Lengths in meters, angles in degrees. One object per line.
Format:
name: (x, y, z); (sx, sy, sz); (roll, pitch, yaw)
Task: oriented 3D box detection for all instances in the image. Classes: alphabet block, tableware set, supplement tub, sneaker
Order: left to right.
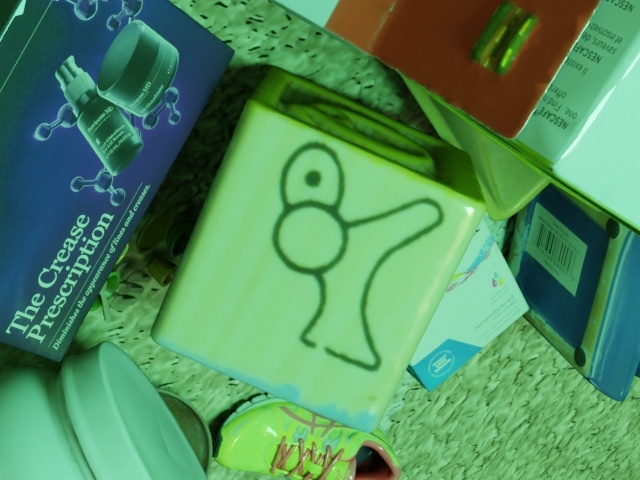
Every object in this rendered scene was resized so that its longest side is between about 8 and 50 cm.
supplement tub: (-0.253, 0.241, 0.903); (0.324, 0.235, 0.235); (-30, 130, 0)
tableware set: (-0.145, 0.017, 0.961); (0.104, 0.024, 0.154); (-56, 166, 5)
sneaker: (-0.006, 0.205, 1.167); (0.208, 0.094, 0.081); (6, 115, -34)
alphabet block: (0.000, 0.000, 0.943); (0.192, 0.193, 0.197); (24, 106, -6)

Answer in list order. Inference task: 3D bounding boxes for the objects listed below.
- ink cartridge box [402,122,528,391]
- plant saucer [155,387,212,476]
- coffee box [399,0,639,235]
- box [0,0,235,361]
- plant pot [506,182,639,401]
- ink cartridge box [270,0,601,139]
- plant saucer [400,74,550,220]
ink cartridge box: (0.090, 0.018, 1.128); (0.134, 0.078, 0.231); (-39, 130, -7)
plant saucer: (-0.195, 0.208, 1.086); (0.198, 0.036, 0.199); (-17, 125, -25)
coffee box: (0.241, -0.188, 0.824); (0.337, 0.338, 0.334); (26, 102, -40)
box: (-0.203, -0.069, 0.825); (0.184, 0.103, 0.261); (30, 88, -49)
plant pot: (0.318, 0.010, 1.178); (0.212, 0.236, 0.236); (-5, 121, -23)
ink cartridge box: (0.042, -0.277, 0.715); (0.091, 0.385, 0.308); (19, 105, -46)
plant saucer: (0.189, -0.235, 1.040); (0.333, 0.081, 0.333); (-43, 132, -4)
